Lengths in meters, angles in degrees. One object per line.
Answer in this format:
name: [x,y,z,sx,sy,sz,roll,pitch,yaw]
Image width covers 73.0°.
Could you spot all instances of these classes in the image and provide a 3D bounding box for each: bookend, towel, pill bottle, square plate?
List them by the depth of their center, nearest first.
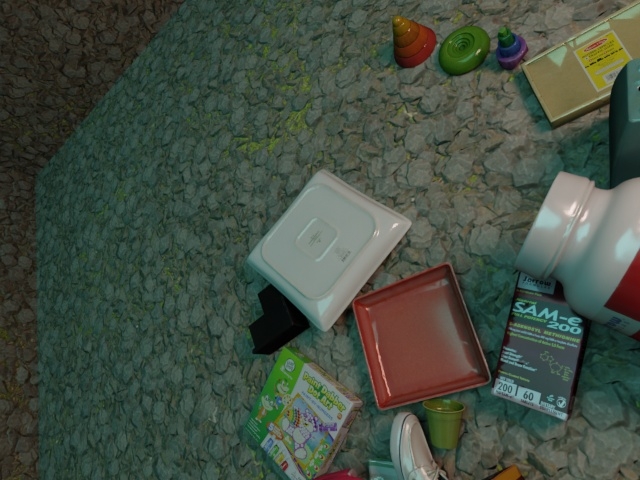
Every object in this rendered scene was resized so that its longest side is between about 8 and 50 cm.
pill bottle: [0.517,0.047,0.621,0.408,0.229,0.229,26,92,26]
towel: [0.154,0.546,0.911,0.113,0.023,0.152,-13,69,33]
square plate: [0.000,0.000,1.126,0.344,0.049,0.347,36,86,36]
bookend: [-0.132,0.207,1.189,0.157,0.072,0.156,-39,56,21]

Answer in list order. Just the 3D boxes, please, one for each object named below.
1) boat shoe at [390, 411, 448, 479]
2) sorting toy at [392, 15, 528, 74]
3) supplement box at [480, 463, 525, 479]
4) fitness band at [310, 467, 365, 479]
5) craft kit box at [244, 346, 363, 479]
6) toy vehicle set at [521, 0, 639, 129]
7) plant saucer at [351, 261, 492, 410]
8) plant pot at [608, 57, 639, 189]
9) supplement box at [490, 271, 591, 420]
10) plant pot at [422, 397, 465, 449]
boat shoe: [0.205,0.474,0.840,0.088,0.096,0.267,-22,65,43]
sorting toy: [0.308,-0.494,1.050,0.365,0.126,0.127,27,93,39]
supplement box: [0.303,0.504,0.708,0.129,0.191,0.194,-41,56,19]
fitness band: [0.047,0.607,0.917,0.291,0.054,0.209,-32,80,28]
craft kit box: [-0.050,0.435,1.075,0.250,0.061,0.246,28,91,38]
toy vehicle set: [0.572,-0.360,0.874,0.267,0.035,0.166,-24,63,28]
plant saucer: [0.214,0.213,0.953,0.258,0.048,0.259,-27,61,27]
plant pot: [0.563,-0.197,0.705,0.166,0.234,0.165,-2,75,36]
supplement box: [0.413,0.188,0.800,0.130,0.073,0.239,10,81,38]
plant pot: [0.247,0.369,0.868,0.083,0.083,0.079,-1,87,36]
